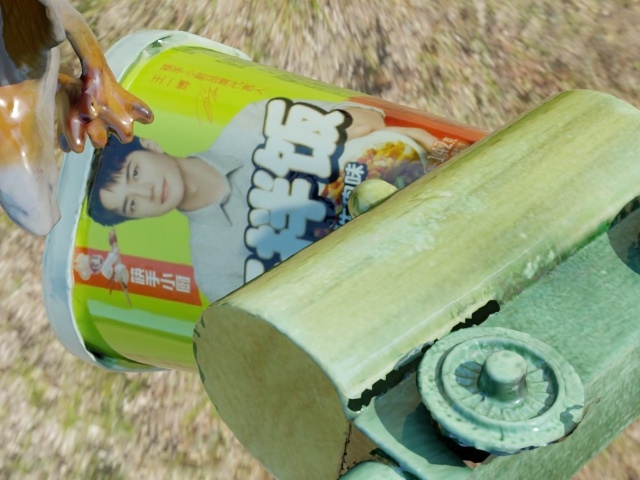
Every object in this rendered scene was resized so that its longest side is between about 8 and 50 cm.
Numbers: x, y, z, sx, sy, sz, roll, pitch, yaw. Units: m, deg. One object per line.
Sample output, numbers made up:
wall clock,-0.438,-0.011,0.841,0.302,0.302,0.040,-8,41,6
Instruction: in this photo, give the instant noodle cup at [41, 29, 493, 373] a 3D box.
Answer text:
instant noodle cup,0.000,0.000,1.238,0.308,0.294,0.294,13,104,24

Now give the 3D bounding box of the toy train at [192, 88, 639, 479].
toy train,0.083,0.044,0.765,0.189,0.307,0.126,27,134,34

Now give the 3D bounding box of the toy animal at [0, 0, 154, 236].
toy animal,-0.200,-0.158,0.825,0.225,0.284,0.302,-19,143,20
